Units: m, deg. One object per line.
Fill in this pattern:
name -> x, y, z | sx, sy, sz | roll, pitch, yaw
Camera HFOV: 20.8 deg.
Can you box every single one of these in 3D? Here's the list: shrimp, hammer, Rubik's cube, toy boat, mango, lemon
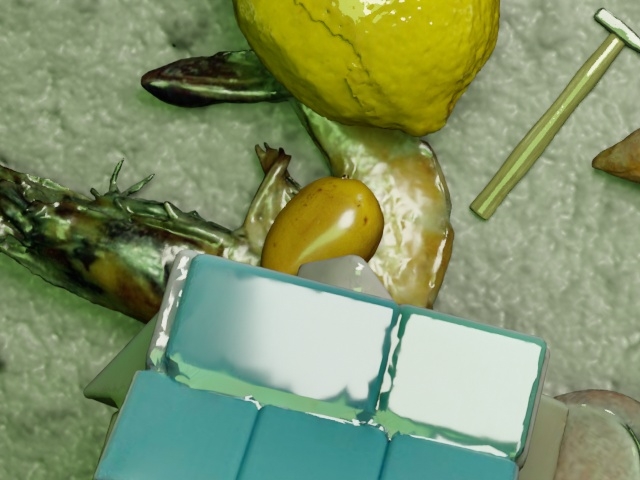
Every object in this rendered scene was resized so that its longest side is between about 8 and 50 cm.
shrimp -> -0.106, -0.045, 1.460 | 0.445, 0.085, 0.272 | 12, 89, 7
hammer -> 0.194, -0.096, 1.435 | 0.062, 0.013, 0.199 | 39, 98, 7
Rubik's cube -> -0.015, 0.192, 1.285 | 0.387, 0.368, 0.358 | 15, 74, 5
toy boat -> 0.197, 0.221, 1.423 | 0.155, 0.085, 0.227 | 39, 107, 22
mango -> 0.000, 0.000, 1.389 | 0.080, 0.060, 0.114 | 37, 89, 8
lemon -> 0.033, -0.201, 1.367 | 0.204, 0.204, 0.260 | -31, 82, 10

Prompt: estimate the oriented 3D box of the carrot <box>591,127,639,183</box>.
carrot -> 0.345, -0.074, 1.379 | 0.263, 0.102, 0.102 | -4, 92, 16
